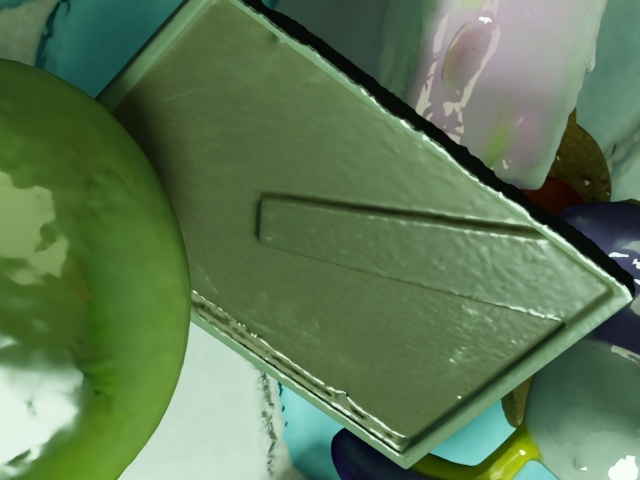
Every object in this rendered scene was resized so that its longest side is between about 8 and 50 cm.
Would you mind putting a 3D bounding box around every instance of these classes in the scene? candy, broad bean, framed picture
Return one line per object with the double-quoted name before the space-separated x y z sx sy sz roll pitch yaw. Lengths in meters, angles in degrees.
"candy" 0.076 -0.166 1.001 0.115 0.155 0.265 13 100 -33
"broad bean" -0.181 0.050 0.919 0.238 0.119 0.291 8 111 -21
"framed picture" 0.000 -0.001 0.967 0.265 0.192 0.018 36 41 -16

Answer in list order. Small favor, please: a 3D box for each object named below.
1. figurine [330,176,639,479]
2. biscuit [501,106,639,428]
"figurine" 0.183 0.032 1.079 0.154 0.193 0.421 30 93 -30
"biscuit" 0.130 0.012 1.178 0.166 0.036 0.225 -36 122 -9
